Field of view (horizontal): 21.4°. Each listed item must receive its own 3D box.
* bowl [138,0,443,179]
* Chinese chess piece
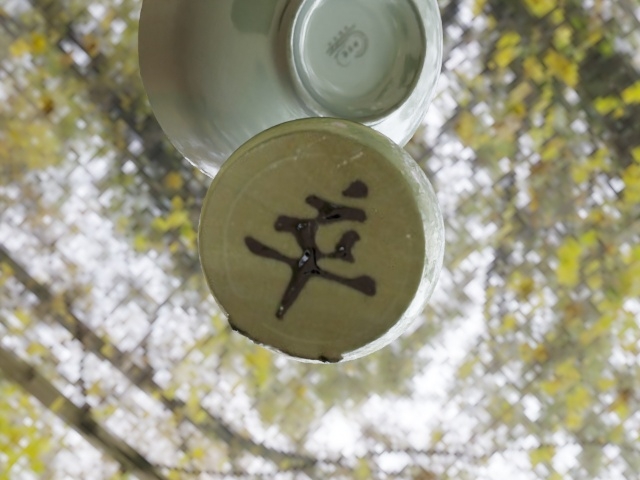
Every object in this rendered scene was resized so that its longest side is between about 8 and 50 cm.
[{"bbox_3d":[-0.003,-0.213,1.847,0.354,0.354,0.185,-51,-154,-13],"label":"bowl"},{"bbox_3d":[0.000,0.000,1.287,0.188,0.188,0.083,-35,180,15],"label":"Chinese chess piece"}]
